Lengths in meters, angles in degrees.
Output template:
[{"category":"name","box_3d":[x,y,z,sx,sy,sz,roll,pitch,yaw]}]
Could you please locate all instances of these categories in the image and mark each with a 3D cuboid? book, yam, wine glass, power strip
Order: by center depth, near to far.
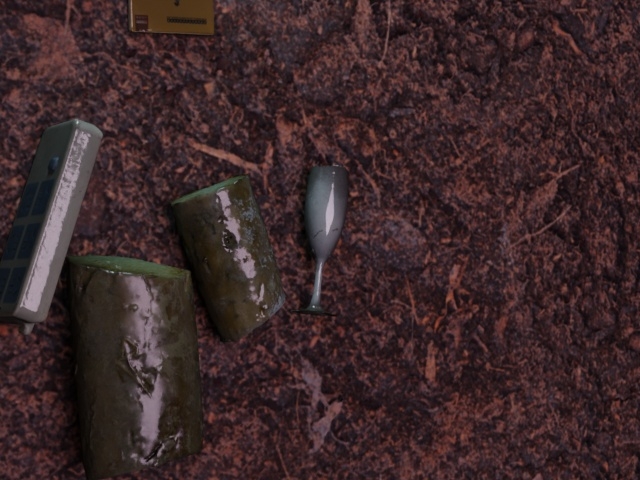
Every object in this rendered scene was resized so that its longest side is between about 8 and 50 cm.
[{"category":"power strip","box_3d":[-0.324,-0.022,1.879,0.046,0.118,0.270,22,77,-24]},{"category":"yam","box_3d":[-0.221,0.146,1.906,0.161,0.161,0.268,-2,88,-30]},{"category":"yam","box_3d":[-0.111,0.024,2.008,0.107,0.107,0.194,-23,99,-29]},{"category":"book","box_3d":[-0.193,-0.349,2.035,0.118,0.012,0.172,-2,88,-29]},{"category":"wine glass","box_3d":[0.000,0.000,2.102,0.066,0.066,0.198,10,81,-29]}]
